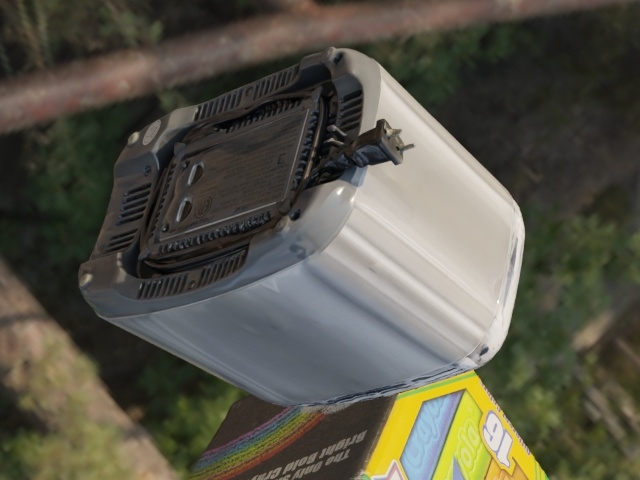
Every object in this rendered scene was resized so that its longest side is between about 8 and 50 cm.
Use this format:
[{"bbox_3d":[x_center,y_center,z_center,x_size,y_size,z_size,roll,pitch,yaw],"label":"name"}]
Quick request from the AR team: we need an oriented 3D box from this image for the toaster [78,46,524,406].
[{"bbox_3d":[0.000,0.000,0.764,0.227,0.146,0.129,-18,-132,41],"label":"toaster"}]

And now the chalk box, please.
[{"bbox_3d":[0.012,0.212,0.902,0.180,0.179,0.289,-27,-163,29],"label":"chalk box"}]
